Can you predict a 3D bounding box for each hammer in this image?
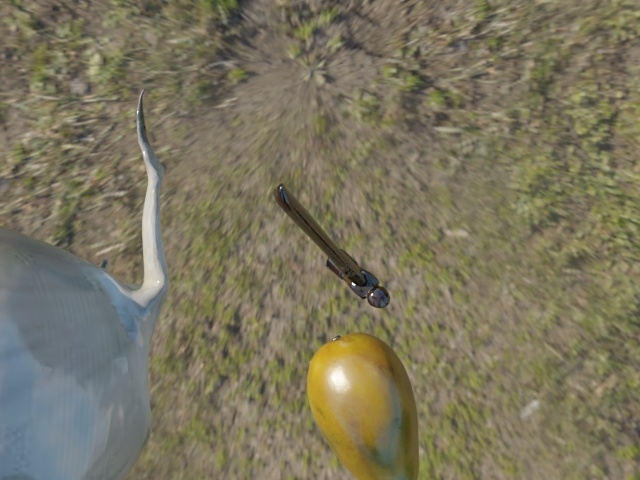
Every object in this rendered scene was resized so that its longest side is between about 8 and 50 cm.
[{"bbox_3d":[0.000,0.000,0.940,0.021,0.178,0.065,-48,54,-2],"label":"hammer"}]

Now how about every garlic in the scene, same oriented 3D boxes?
[{"bbox_3d":[-0.239,0.088,0.645,0.340,0.231,0.245,-11,76,-17],"label":"garlic"}]

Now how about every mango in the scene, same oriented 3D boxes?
[{"bbox_3d":[0.040,0.156,1.118,0.089,0.111,0.163,-21,131,-11],"label":"mango"}]
